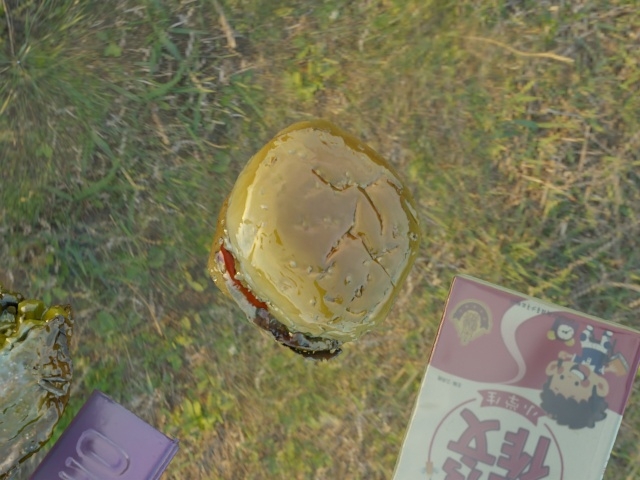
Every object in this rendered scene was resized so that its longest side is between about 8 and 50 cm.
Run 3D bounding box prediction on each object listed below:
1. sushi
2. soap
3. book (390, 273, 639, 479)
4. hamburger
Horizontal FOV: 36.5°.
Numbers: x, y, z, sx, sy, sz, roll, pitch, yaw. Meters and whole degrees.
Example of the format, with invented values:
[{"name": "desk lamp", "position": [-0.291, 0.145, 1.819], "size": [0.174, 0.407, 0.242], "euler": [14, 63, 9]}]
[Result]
[{"name": "sushi", "position": [-0.380, 0.160, 1.004], "size": [0.296, 0.167, 0.179], "euler": [-31, 119, 19]}, {"name": "soap", "position": [-0.264, 0.283, 1.095], "size": [0.122, 0.065, 0.203], "euler": [32, 70, 6]}, {"name": "book", "position": [0.153, 0.160, 0.795], "size": [0.162, 0.022, 0.232], "euler": [18, 94, 20]}, {"name": "hamburger", "position": [0.000, 0.000, 1.062], "size": [0.244, 0.163, 0.244], "euler": [12, 65, -26]}]
